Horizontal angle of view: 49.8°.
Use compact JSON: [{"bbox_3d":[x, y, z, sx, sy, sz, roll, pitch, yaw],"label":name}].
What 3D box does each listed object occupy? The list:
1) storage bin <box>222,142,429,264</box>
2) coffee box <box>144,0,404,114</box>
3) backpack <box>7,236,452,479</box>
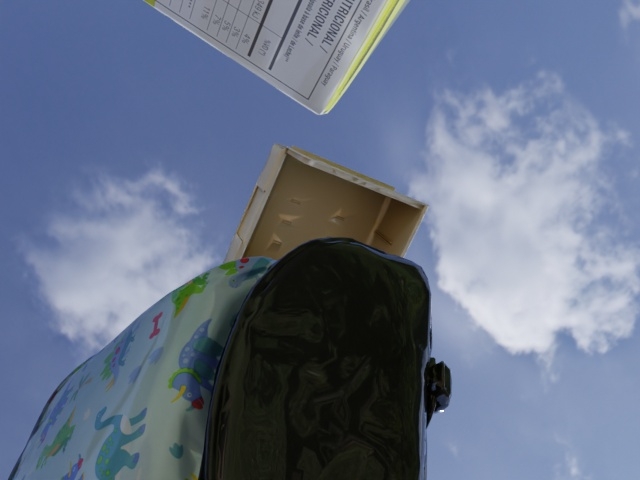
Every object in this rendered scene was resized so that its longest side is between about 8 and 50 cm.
[{"bbox_3d":[0.000,0.000,1.178,0.260,0.262,0.123,19,-168,-25],"label":"storage bin"},{"bbox_3d":[-0.006,-0.381,0.552,0.334,0.338,0.338,32,-130,-2],"label":"coffee box"},{"bbox_3d":[-0.096,0.177,0.549,0.273,0.355,0.290,20,-124,-15],"label":"backpack"}]
